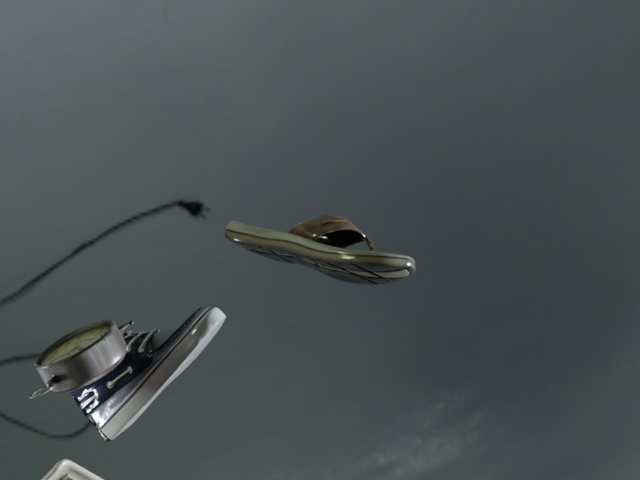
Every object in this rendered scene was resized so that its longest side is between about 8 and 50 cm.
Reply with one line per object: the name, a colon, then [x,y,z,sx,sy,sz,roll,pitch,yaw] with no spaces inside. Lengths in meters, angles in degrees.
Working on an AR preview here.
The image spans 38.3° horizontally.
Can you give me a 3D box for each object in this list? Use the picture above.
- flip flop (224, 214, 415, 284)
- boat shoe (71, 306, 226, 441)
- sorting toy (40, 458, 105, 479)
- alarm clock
flip flop: [0.000,0.000,1.300,0.277,0.080,0.112,13,165,18]
boat shoe: [-0.329,0.202,1.655,0.158,0.127,0.340,45,107,3]
sorting toy: [-0.399,0.460,1.468,0.193,0.038,0.208,-46,127,2]
alarm clock: [-0.359,0.182,1.350,0.129,0.192,0.064,-15,105,29]
